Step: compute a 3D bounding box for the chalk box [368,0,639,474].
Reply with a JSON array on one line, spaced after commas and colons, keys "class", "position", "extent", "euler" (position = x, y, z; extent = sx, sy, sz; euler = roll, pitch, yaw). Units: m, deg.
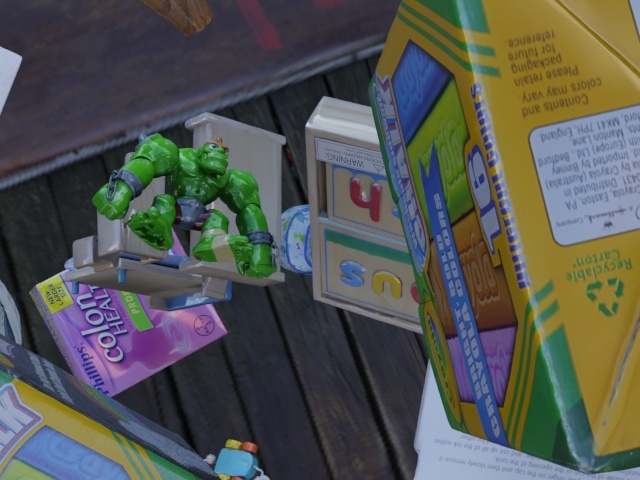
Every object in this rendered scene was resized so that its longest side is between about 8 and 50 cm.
[{"class": "chalk box", "position": [0.130, -0.019, 0.469], "extent": [0.180, 0.289, 0.179], "euler": [-13, 84, -3]}]

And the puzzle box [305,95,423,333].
[{"class": "puzzle box", "position": [0.181, 0.017, 1.139], "extent": [0.409, 0.272, 0.052], "euler": [16, 51, 17]}]

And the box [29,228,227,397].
[{"class": "box", "position": [-0.315, 0.118, 1.860], "extent": [0.243, 0.117, 0.213], "euler": [-28, 91, -20]}]

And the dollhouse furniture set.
[{"class": "dollhouse furniture set", "position": [-0.233, -0.034, 1.506], "extent": [0.303, 0.286, 0.198], "euler": [-15, 70, 44]}]

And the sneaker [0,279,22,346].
[{"class": "sneaker", "position": [-0.389, 0.040, 1.098], "extent": [0.110, 0.122, 0.283], "euler": [-24, 109, 5]}]

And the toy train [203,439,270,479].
[{"class": "toy train", "position": [-0.133, 0.327, 1.436], "extent": [0.166, 0.046, 0.125], "euler": [-31, 50, 7]}]

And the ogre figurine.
[{"class": "ogre figurine", "position": [-0.131, -0.042, 1.159], "extent": [0.197, 0.097, 0.118], "euler": [10, 54, -11]}]

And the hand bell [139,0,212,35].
[{"class": "hand bell", "position": [-0.133, -0.199, 0.568], "extent": [0.126, 0.242, 0.126], "euler": [-26, 32, 18]}]

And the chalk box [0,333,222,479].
[{"class": "chalk box", "position": [-0.181, 0.124, 0.595], "extent": [0.213, 0.132, 0.132], "euler": [33, 84, -19]}]

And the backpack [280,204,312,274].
[{"class": "backpack", "position": [0.000, 0.000, 1.568], "extent": [0.114, 0.084, 0.105], "euler": [3, 96, -24]}]

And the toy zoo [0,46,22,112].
[{"class": "toy zoo", "position": [-0.294, -0.050, 0.872], "extent": [0.030, 0.293, 0.192], "euler": [24, 83, -22]}]

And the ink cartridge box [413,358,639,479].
[{"class": "ink cartridge box", "position": [0.201, 0.146, 0.663], "extent": [0.296, 0.066, 0.261], "euler": [7, 70, 18]}]
